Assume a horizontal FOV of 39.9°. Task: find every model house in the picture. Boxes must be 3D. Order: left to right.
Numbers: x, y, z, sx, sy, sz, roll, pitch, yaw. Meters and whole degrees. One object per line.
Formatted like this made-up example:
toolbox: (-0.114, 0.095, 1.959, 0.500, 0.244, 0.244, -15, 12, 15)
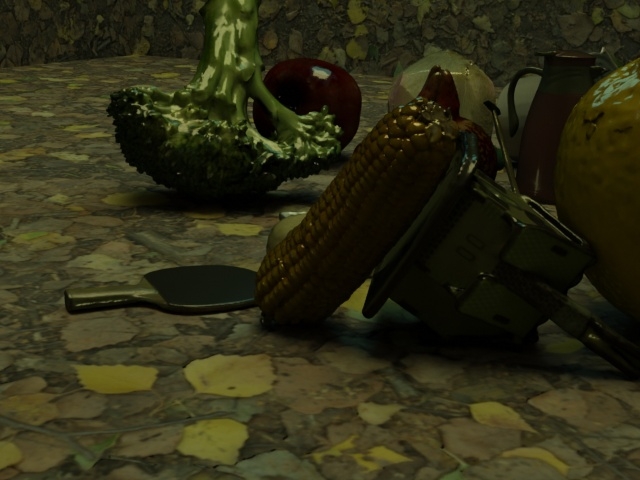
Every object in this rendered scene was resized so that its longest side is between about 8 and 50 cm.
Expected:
model house: (0.211, 0.046, 0.946, 0.278, 0.205, 0.218, 33, 19, -3)

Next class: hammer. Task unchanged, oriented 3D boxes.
hammer: (0.333, -0.164, 1.601, 0.013, 0.199, 0.062, -22, -26, 27)

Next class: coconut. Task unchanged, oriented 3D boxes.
coconut: (0.246, -0.277, 1.812, 0.227, 0.231, 0.227, -1, 5, 0)

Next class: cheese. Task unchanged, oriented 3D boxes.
cheese: (-0.020, 0.000, 1.161, 0.163, 0.071, 0.248, -8, 20, -35)

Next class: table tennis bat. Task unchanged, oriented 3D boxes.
table tennis bat: (-0.174, 0.058, 1.038, 0.246, 0.022, 0.138, -5, 18, -27)

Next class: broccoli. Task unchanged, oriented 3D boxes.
broccoli: (-0.198, -0.253, 1.477, 0.353, 0.397, 0.274, -21, 3, -44)

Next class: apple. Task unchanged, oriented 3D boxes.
apple: (-0.026, -0.268, 1.820, 0.233, 0.234, 0.234, 2, 17, -1)

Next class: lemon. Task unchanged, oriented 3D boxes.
lemon: (0.412, -0.050, 0.949, 0.335, 0.336, 0.336, 2, 17, -1)

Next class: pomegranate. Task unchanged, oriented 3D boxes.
pomegranate: (0.181, -0.154, 1.402, 0.214, 0.248, 0.214, 6, 22, -2)

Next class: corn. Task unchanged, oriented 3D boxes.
corn: (0.038, -0.018, 0.903, 0.101, 0.313, 0.102, 25, 40, -22)

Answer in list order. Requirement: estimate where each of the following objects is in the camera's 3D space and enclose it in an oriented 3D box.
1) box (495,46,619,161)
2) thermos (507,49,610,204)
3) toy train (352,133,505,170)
box: (0.479, -0.243, 1.831, 0.291, 0.263, 0.206, -24, 18, -39)
thermos: (0.422, -0.210, 1.592, 0.176, 0.265, 0.146, 9, 18, 25)
toy train: (0.194, -0.144, 1.638, 0.285, 0.116, 0.177, -5, 6, -20)
